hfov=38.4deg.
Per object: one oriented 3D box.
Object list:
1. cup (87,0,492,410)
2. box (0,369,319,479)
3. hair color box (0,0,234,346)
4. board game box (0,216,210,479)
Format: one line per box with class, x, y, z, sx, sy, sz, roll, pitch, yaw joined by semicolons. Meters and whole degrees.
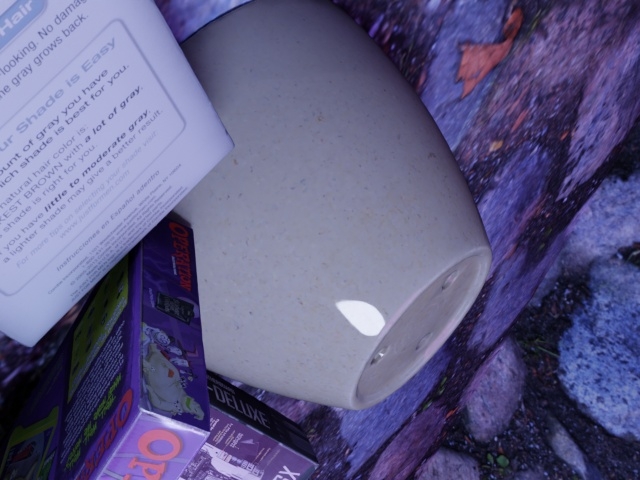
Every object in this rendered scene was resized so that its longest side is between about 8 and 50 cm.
cup;0.000;0.000;0.765;0.331;0.237;0.331;-40;156;-23
box;-0.188;0.251;0.845;0.242;0.076;0.307;34;97;-28
hair color box;-0.188;-0.097;0.434;0.185;0.113;0.374;-46;158;-9
board game box;-0.179;0.168;0.614;0.347;0.056;0.208;-55;-158;23
